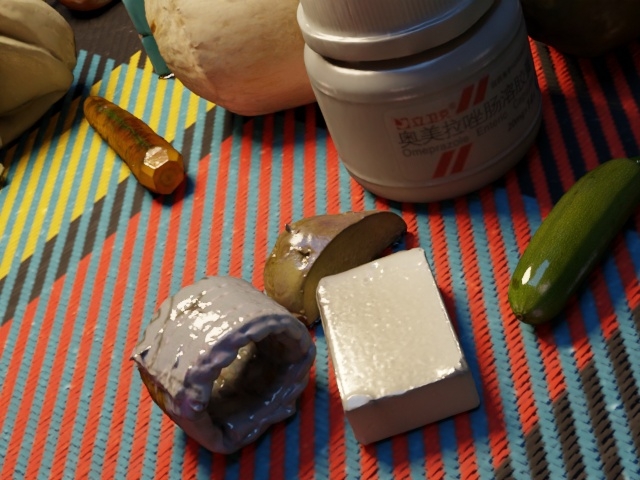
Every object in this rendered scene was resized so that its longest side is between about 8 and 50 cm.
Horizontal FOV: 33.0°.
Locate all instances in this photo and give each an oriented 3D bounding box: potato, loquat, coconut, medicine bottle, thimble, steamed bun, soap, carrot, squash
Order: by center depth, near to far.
[{"bbox_3d":[0.068,0.095,1.030,0.121,0.064,0.183,-19,39,4],"label":"soap"},{"bbox_3d":[-0.090,0.115,1.034,0.151,0.127,0.118,-43,41,-16],"label":"thimble"},{"bbox_3d":[0.256,-0.014,1.061,0.066,0.066,0.252,16,51,39],"label":"squash"},{"bbox_3d":[0.000,0.000,1.154,0.172,0.089,0.100,-43,40,-21],"label":"potato"},{"bbox_3d":[0.100,-0.222,1.188,0.245,0.306,0.245,-14,39,12],"label":"medicine bottle"},{"bbox_3d":[0.312,-0.363,1.296,0.276,0.276,0.284,22,77,42],"label":"loquat"},{"bbox_3d":[-0.050,-0.312,1.392,0.329,0.329,0.329,-14,39,12],"label":"coconut"},{"bbox_3d":[-0.264,-0.139,1.480,0.066,0.066,0.314,-34,36,-14],"label":"carrot"},{"bbox_3d":[-0.547,-0.259,1.541,0.368,0.342,0.255,-28,35,19],"label":"steamed bun"}]

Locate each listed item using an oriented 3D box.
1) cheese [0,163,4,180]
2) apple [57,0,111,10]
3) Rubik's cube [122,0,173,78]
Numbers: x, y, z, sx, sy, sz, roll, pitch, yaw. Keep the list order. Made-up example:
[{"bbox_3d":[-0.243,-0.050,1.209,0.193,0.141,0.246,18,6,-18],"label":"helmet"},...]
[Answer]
[{"bbox_3d":[-0.494,-0.086,1.542,0.084,0.041,0.060,-23,43,-25],"label":"cheese"},{"bbox_3d":[-0.413,-0.479,1.864,0.139,0.163,0.163,32,62,25],"label":"apple"},{"bbox_3d":[-0.176,-0.416,1.620,0.231,0.224,0.221,-14,40,9],"label":"Rubik's cube"}]
